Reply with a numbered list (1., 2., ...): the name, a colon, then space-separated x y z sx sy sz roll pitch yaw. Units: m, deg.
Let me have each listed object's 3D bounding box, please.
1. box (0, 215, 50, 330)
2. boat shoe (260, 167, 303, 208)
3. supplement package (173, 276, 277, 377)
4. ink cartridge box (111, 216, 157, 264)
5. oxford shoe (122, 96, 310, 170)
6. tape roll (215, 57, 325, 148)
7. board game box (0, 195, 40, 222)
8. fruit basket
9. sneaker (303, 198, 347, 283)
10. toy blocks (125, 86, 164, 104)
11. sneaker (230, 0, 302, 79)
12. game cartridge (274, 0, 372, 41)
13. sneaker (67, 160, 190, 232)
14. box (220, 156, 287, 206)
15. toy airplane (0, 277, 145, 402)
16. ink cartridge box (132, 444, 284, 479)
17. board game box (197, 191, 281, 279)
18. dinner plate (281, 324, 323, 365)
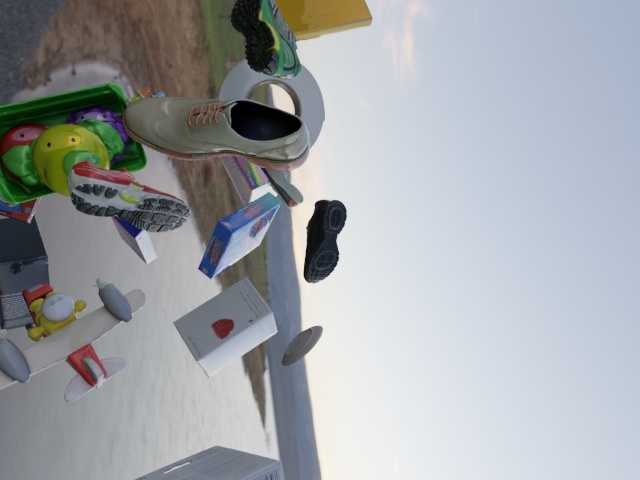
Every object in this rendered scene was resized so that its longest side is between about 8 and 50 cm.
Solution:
1. box: -1.100 0.109 1.838 0.296 0.182 0.294 44 -49 42
2. boat shoe: -0.095 -0.129 1.150 0.137 0.043 0.049 48 42 -23
3. supplement package: -0.323 0.301 1.751 0.177 0.292 0.175 48 -20 26
4. ink cartridge box: -0.764 -0.043 2.045 0.175 0.069 0.371 44 -25 11
5. oxford shoe: -0.214 -0.247 1.031 0.146 0.396 0.141 104 -8 -73
6. tape roll: -0.175 -0.458 1.787 0.072 0.391 0.393 -155 -123 -70
7. board game box: -1.023 -0.162 1.580 0.027 0.281 0.145 114 -8 -73
8. fruit basket: -0.649 -0.238 1.288 0.392 0.391 0.283 -152 -136 -81
9. sneaker: 0.000 0.000 1.650 0.130 0.109 0.287 25 -81 55
10. toy blocks: -0.699 -0.571 2.033 0.054 0.148 0.123 40 -18 14
11. sneaker: -0.150 -0.581 1.411 0.134 0.146 0.344 -30 -116 33
12. game cartridge: -0.020 -0.822 1.721 0.053 0.323 0.286 107 -35 -72
13. sneaker: -0.408 -0.105 1.106 0.279 0.107 0.118 22 33 -47
14. box: -0.219 -0.238 1.576 0.214 0.117 0.243 63 -16 3
15. toy airplane: -0.758 0.277 1.509 0.386 0.384 0.273 -90 -172 -47
16. ink cartridge box: -0.321 0.655 1.350 0.330 0.324 0.072 -16 -97 46
17. board game box: -0.193 -0.015 1.226 0.210 0.047 0.160 -42 166 -53
18. dinner plate: -0.051 0.266 1.302 0.017 0.141 0.141 48 0 -12
